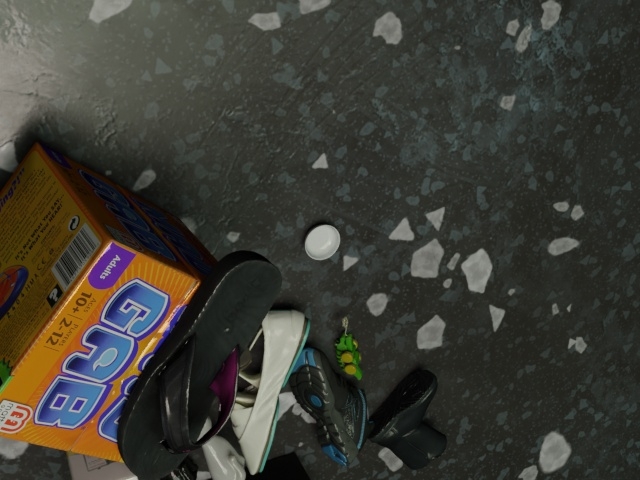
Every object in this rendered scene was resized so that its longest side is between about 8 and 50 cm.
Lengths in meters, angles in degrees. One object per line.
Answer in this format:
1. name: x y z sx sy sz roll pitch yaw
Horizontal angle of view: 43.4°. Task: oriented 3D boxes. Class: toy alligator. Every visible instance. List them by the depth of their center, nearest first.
1. toy alligator: 0.057 0.256 1.908 0.051 0.056 0.190 -3 123 21

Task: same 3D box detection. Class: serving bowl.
1. serving bowl: 0.000 0.000 1.773 0.083 0.027 0.083 -10 116 -21

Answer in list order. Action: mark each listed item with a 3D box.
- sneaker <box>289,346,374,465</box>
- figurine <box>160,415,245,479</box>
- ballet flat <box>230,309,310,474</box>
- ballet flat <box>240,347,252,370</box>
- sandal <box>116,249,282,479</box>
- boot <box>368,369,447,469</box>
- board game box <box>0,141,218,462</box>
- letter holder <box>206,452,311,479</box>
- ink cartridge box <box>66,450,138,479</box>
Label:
1. sneaker: 0.030 0.375 1.930 0.139 0.125 0.341 -41 126 -34
2. figurine: -0.292 0.459 1.771 0.214 0.092 0.210 -16 119 24
3. ballet flat: -0.140 0.332 1.819 0.139 0.139 0.401 11 104 -29
4. ballet flat: -0.271 0.266 1.731 0.249 0.084 0.058 -7 156 -8
5. sandal: -0.195 0.226 1.302 0.167 0.107 0.446 13 111 -44
6. boot: 0.258 0.465 2.069 0.207 0.094 0.246 37 101 -30
7. board game box: -0.396 0.116 1.403 0.357 0.356 0.356 -53 137 5
8. letter holder: -0.169 0.680 1.940 0.301 0.152 0.215 -12 120 -20
9. ink cartridge box: -0.427 0.502 1.610 0.119 0.353 0.207 -14 118 -19
